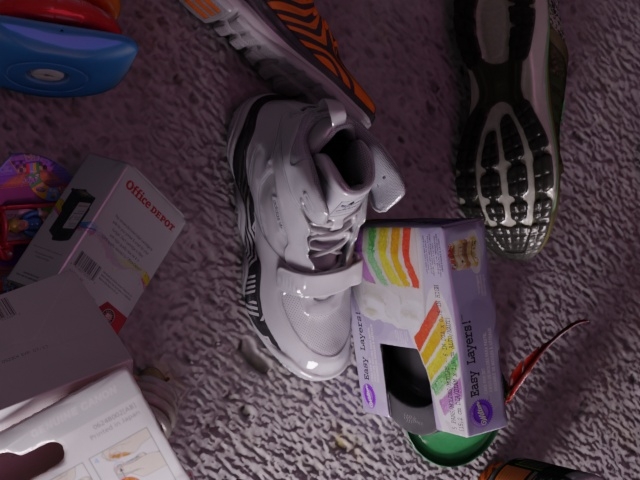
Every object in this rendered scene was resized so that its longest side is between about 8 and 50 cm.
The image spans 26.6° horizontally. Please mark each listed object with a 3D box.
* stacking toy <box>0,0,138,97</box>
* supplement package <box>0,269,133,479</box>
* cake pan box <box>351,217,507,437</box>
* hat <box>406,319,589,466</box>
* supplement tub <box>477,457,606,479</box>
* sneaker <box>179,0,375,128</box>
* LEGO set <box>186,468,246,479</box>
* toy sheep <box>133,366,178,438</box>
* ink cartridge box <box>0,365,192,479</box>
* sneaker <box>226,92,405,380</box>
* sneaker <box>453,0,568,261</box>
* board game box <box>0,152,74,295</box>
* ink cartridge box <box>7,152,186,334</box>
[{"bbox_3d":[-0.291,-0.321,1.490,0.175,0.166,0.302,6,76,-20],"label":"stacking toy"},{"bbox_3d":[-0.312,0.174,1.411,0.194,0.149,0.203,-19,140,-26],"label":"supplement package"},{"bbox_3d":[0.123,0.104,1.678,0.070,0.245,0.267,-11,98,-27],"label":"cake pan box"},{"bbox_3d":[0.227,0.206,1.776,0.173,0.183,0.209,-2,92,-31],"label":"hat"},{"bbox_3d":[0.299,0.356,1.818,0.117,0.190,0.117,-1,91,-30],"label":"supplement tub"},{"bbox_3d":[-0.018,-0.286,1.655,0.321,0.124,0.180,43,71,-25],"label":"sneaker"},{"bbox_3d":[-0.170,0.357,1.565,0.244,0.060,0.182,-14,69,-27],"label":"LEGO set"},{"bbox_3d":[-0.209,0.202,1.568,0.091,0.091,0.132,38,47,-26],"label":"toy sheep"},{"bbox_3d":[-0.259,0.338,1.401,0.308,0.091,0.385,-28,114,-9],"label":"ink cartridge box"},{"bbox_3d":[0.000,0.000,1.620,0.137,0.210,0.366,-15,99,-30],"label":"sneaker"},{"bbox_3d":[0.293,-0.178,1.848,0.182,0.158,0.410,-9,100,-48],"label":"sneaker"},{"bbox_3d":[-0.328,-0.013,1.524,0.133,0.033,0.169,46,69,-23],"label":"board game box"},{"bbox_3d":[-0.248,0.010,1.529,0.175,0.072,0.127,-60,139,-17],"label":"ink cartridge box"}]
